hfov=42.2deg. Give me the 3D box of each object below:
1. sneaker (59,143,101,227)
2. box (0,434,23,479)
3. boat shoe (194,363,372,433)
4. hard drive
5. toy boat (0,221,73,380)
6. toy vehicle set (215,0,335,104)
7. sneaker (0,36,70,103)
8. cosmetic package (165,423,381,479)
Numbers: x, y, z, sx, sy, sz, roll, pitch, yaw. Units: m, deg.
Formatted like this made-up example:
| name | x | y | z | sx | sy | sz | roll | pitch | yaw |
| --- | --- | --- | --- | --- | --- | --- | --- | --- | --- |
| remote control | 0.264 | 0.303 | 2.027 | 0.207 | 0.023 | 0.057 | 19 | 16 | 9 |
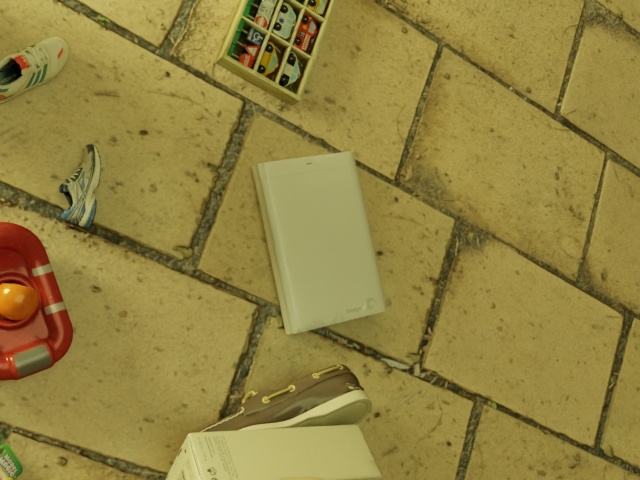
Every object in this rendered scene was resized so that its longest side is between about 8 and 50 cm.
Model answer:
| name | x | y | z | sx | sy | sz | roll | pitch | yaw |
| --- | --- | --- | --- | --- | --- | --- | --- | --- | --- |
| sneaker | -0.382 | -0.090 | 1.314 | 0.058 | 0.052 | 0.135 | 9 | 78 | -23 |
| box | -0.527 | 0.341 | 1.176 | 0.179 | 0.043 | 0.105 | -34 | 98 | -26 |
| boat shoe | -0.077 | 0.298 | 1.393 | 0.325 | 0.116 | 0.096 | -17 | 50 | -17 |
| hard drive | 0.000 | 0.000 | 1.512 | 0.203 | 0.040 | 0.307 | -11 | 87 | -29 |
| toy boat | -0.445 | 0.085 | 1.195 | 0.151 | 0.151 | 0.231 | -20 | 92 | -30 |
| toy vehicle set | -0.074 | -0.405 | 1.534 | 0.166 | 0.035 | 0.266 | 25 | 71 | -23 |
| sneaker | -0.452 | -0.271 | 1.288 | 0.161 | 0.075 | 0.057 | -40 | 102 | -27 |
| cosmetic package | -0.079 | 0.388 | 1.319 | 0.310 | 0.160 | 0.113 | 5 | 39 | -30 |
